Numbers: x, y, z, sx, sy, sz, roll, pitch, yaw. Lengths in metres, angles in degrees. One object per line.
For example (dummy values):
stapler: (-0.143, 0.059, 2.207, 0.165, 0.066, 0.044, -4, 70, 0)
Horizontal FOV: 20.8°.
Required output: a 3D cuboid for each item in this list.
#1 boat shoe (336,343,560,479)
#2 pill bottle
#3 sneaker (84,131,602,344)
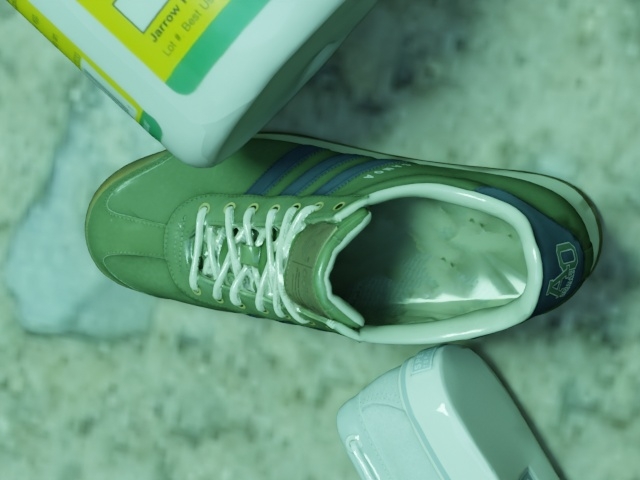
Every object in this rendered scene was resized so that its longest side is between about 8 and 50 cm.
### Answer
boat shoe: (0.065, 0.129, 0.639, 0.063, 0.066, 0.184, -28, 96, 29)
pill bottle: (-0.077, -0.134, 0.588, 0.208, 0.117, 0.117, 43, 106, 1)
sneaker: (0.000, 0.000, 0.613, 0.192, 0.086, 0.064, 3, 101, 11)
